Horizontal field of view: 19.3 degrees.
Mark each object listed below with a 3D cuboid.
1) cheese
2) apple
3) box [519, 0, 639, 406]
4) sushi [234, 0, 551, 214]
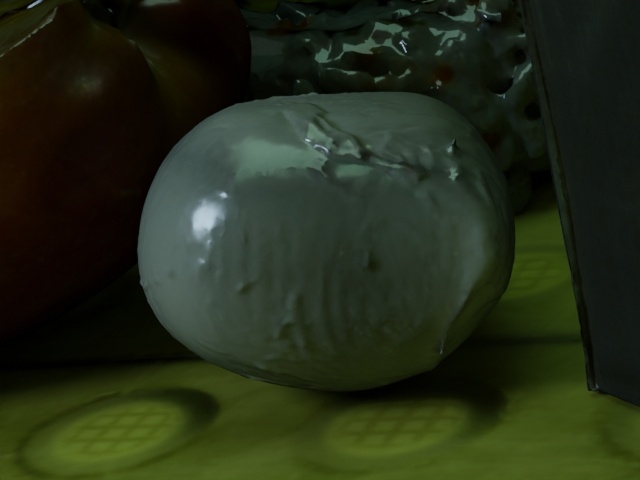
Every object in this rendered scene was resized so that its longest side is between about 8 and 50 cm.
[{"bbox_3d":[0.000,0.000,0.980,0.189,0.154,0.198,5,12,-5],"label":"cheese"},{"bbox_3d":[-0.228,-0.074,1.135,0.365,0.328,0.295,-16,-24,31],"label":"apple"},{"bbox_3d":[0.203,-0.043,0.848,0.155,0.231,0.149,-18,18,-22],"label":"box"},{"bbox_3d":[0.043,-0.134,1.343,0.418,0.175,0.417,-12,17,4],"label":"sushi"}]
